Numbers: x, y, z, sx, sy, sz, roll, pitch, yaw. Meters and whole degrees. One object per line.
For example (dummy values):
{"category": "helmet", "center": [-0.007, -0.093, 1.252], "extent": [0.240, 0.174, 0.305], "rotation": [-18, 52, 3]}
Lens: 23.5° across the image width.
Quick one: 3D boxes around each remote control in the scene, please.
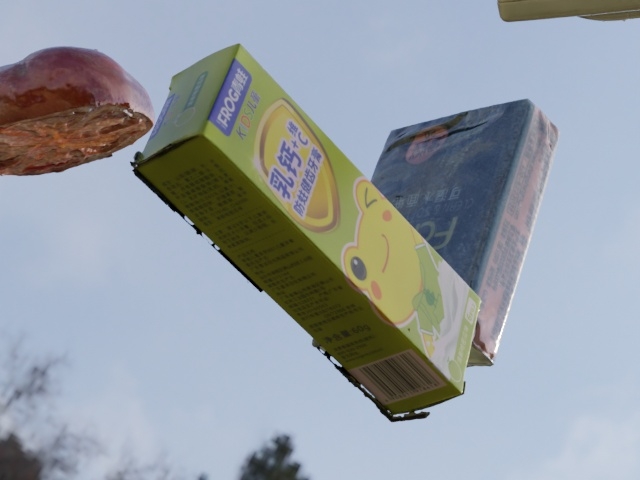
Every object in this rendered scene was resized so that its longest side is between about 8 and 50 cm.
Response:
{"category": "remote control", "center": [0.276, -0.223, 1.373], "extent": [0.230, 0.090, 0.049], "rotation": [-1, -68, 23]}

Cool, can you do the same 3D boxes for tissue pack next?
{"category": "tissue pack", "center": [0.139, 0.000, 1.779], "extent": [0.228, 0.316, 0.103], "rotation": [-11, -40, 46]}

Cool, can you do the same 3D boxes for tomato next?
{"category": "tomato", "center": [-0.307, -0.150, 1.730], "extent": [0.236, 0.095, 0.237], "rotation": [-15, -11, -3]}

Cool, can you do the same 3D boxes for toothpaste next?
{"category": "toothpaste", "center": [0.000, 0.000, 1.206], "extent": [0.077, 0.110, 0.327], "rotation": [-23, -56, 37]}
